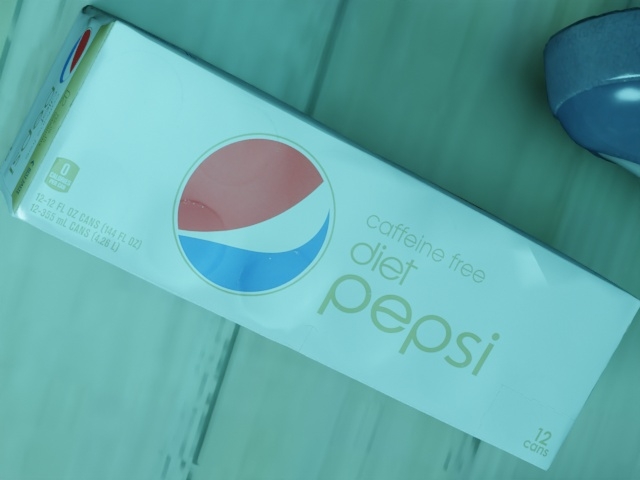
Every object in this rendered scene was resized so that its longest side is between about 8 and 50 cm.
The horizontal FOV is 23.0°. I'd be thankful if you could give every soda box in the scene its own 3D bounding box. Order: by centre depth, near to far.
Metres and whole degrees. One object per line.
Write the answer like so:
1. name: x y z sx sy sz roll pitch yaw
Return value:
1. soda box: 0.000 0.000 0.553 0.216 0.069 0.074 27 94 -19

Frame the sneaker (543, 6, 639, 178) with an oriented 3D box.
1. sneaker: 0.220 0.010 0.580 0.319 0.112 0.131 16 77 -17
